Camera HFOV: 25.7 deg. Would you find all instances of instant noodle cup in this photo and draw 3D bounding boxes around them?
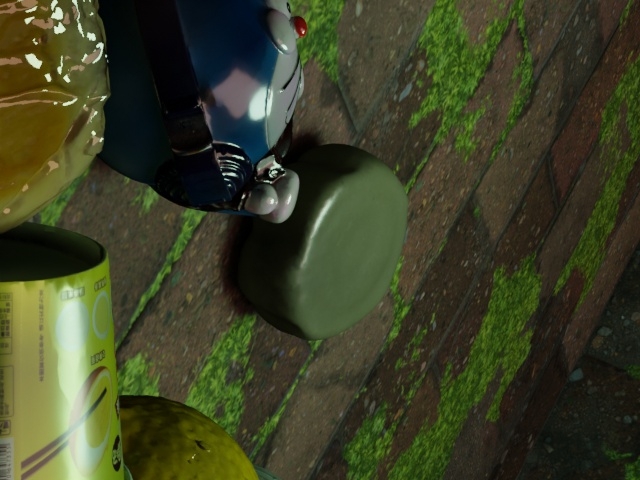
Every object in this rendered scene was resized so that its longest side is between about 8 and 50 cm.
[{"bbox_3d":[-0.301,0.110,1.189,0.311,0.311,0.221,-16,116,-60],"label":"instant noodle cup"}]

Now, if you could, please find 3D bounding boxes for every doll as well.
[{"bbox_3d":[-0.125,-0.151,1.375,0.310,0.240,0.284,80,-3,-70],"label":"doll"}]

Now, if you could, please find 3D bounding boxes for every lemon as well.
[{"bbox_3d":[-0.205,0.332,1.511,0.336,0.336,0.336,-45,147,-40],"label":"lemon"}]

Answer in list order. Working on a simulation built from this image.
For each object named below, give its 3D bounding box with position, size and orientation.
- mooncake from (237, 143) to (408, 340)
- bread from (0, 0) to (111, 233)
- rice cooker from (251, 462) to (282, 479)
[{"bbox_3d":[0.000,0.000,1.864,0.275,0.135,0.275,-39,141,-41],"label":"mooncake"},{"bbox_3d":[-0.283,-0.190,1.111,0.236,0.183,0.388,-23,139,-36],"label":"bread"},{"bbox_3d":[-0.133,0.416,1.769,0.241,0.280,0.227,-45,-172,17],"label":"rice cooker"}]
